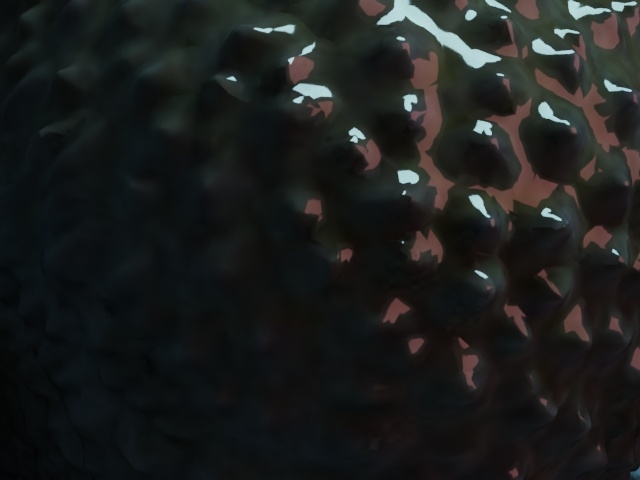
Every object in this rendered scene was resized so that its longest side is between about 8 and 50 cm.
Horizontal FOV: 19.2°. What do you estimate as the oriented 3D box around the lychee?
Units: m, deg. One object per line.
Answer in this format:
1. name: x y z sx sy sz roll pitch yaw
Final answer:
1. lychee: 0.000 0.000 0.866 0.380 0.432 0.380 44 -36 45
